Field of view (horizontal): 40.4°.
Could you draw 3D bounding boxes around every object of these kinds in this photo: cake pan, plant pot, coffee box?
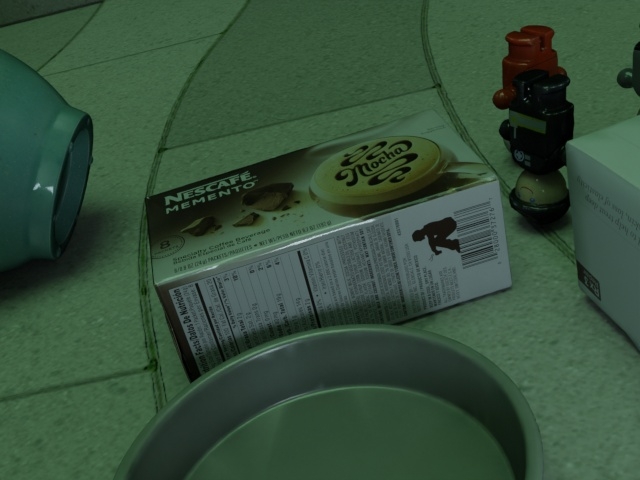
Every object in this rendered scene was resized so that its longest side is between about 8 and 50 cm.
[{"bbox_3d":[0.002,0.167,0.584,0.293,0.054,0.293,-11,30,7],"label":"cake pan"},{"bbox_3d":[-0.373,-0.082,0.983,0.196,0.293,0.293,12,31,-5],"label":"plant pot"},{"bbox_3d":[0.000,0.000,0.796,0.297,0.119,0.168,-17,31,-4],"label":"coffee box"}]

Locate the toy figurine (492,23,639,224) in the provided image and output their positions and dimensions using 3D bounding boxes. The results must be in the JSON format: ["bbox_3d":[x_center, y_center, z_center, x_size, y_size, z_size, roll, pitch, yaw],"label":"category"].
[{"bbox_3d":[0.278,-0.119,0.856,0.209,0.148,0.213,-3,30,9],"label":"toy figurine"}]

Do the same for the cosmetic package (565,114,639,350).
[{"bbox_3d":[0.402,-0.033,0.633,0.385,0.156,0.217,-20,32,-10],"label":"cosmetic package"}]
